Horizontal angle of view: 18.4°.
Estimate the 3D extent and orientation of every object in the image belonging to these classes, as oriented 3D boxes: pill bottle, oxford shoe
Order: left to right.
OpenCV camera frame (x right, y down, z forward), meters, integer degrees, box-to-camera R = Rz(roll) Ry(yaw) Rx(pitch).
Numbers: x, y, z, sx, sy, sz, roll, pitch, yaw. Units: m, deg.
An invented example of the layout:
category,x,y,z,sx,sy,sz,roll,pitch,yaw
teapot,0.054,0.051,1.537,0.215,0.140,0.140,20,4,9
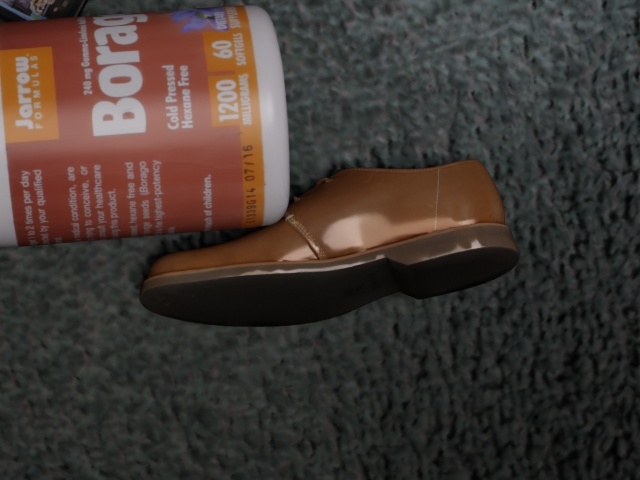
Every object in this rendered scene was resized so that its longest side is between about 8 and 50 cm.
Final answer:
category,x,y,z,sx,sy,sz,roll,pitch,yaw
pill bottle,-0.129,-0.059,1.056,0.216,0.121,0.121,-5,97,-7
oxford shoe,0.000,0.000,1.117,0.212,0.076,0.076,-11,67,-4

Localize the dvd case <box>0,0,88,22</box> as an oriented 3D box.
category,x,y,z,sx,sy,sz,roll,pitch,yaw
dvd case,-0.160,-0.253,1.057,0.180,0.022,0.253,29,104,-10
